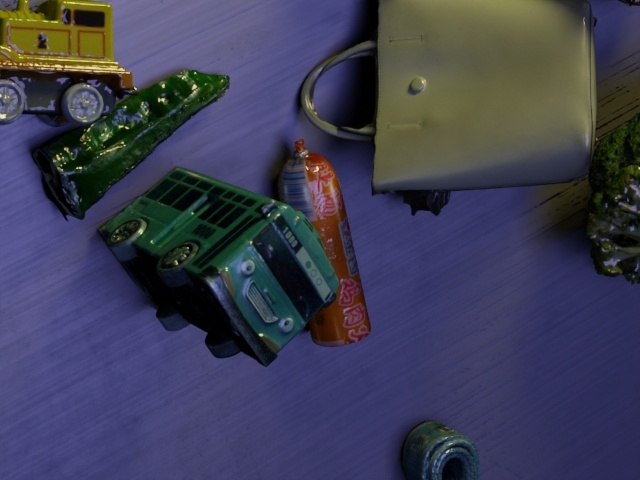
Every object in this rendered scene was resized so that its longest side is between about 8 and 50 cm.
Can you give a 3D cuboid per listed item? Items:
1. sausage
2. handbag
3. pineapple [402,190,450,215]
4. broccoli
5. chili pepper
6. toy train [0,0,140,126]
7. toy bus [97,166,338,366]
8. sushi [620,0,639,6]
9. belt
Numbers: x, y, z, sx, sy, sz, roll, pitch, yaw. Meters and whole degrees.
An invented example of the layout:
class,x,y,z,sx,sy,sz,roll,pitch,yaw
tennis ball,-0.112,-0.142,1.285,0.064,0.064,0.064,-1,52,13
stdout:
class,x,y,z,sx,sy,sz,roll,pitch,yaw
sausage,0.000,0.000,1.728,0.071,0.071,0.234,-22,113,-23
handbag,0.136,-0.164,1.674,0.316,0.109,0.241,2,74,2
pineapple,0.189,-0.125,1.777,0.248,0.128,0.128,-34,117,-14
broccoli,0.470,-0.051,1.863,0.321,0.283,0.304,-45,140,10
chili pepper,-0.182,-0.111,1.611,0.227,0.059,0.088,-34,122,-23
toy train,-0.278,-0.173,1.521,0.219,0.089,0.127,0,92,-29
toy bus,-0.100,0.019,1.569,0.147,0.256,0.128,-43,119,-17
sushi,0.337,-0.333,1.824,0.150,0.078,0.090,30,95,-34
belt,0.146,0.369,1.906,0.087,0.072,0.302,-10,105,-31
